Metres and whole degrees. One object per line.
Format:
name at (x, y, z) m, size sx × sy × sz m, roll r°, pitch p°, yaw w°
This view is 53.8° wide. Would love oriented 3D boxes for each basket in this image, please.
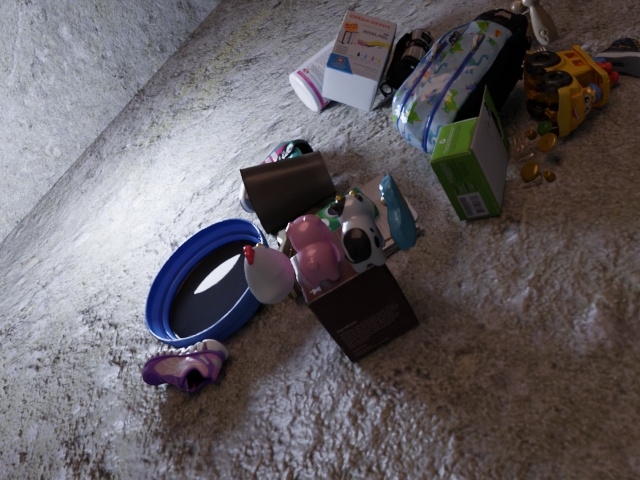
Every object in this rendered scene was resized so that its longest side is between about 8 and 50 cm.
basket at (-0.082, -0.148, 1.766) m, size 0.227 × 0.204 × 0.154 m, roll -21°, pitch 19°, yaw 2°

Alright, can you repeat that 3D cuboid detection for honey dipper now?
honey dipper at (0.551, -0.490, 1.760) m, size 0.160 × 0.030 × 0.030 m, roll -23°, pitch 37°, yaw 22°

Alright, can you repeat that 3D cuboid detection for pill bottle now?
pill bottle at (0.047, -0.590, 2.177) m, size 0.283 × 0.160 × 0.160 m, roll -40°, pitch 35°, yaw -6°

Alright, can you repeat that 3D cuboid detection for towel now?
towel at (0.130, -0.056, 1.580) m, size 0.187 × 0.049 × 0.282 m, roll -33°, pitch 35°, yaw 1°

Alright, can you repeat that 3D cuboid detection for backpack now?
backpack at (0.345, -0.369, 1.582) m, size 0.273 × 0.290 × 0.355 m, roll 19°, pitch 72°, yaw 14°

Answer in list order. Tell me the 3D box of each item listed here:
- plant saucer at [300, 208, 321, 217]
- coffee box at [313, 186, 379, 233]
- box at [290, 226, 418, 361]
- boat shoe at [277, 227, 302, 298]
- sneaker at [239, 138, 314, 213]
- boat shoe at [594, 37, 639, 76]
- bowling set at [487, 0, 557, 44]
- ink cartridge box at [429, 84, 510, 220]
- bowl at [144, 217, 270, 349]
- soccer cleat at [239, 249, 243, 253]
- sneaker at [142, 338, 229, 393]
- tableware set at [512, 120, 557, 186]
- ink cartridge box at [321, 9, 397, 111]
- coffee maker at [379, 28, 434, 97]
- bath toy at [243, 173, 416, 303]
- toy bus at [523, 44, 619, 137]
plant saucer at (-0.026, -0.053, 1.734) m, size 0.083 × 0.015 × 0.083 m, roll -23°, pitch 36°, yaw 18°
coffee box at (0.043, -0.049, 1.556) m, size 0.184 × 0.040 × 0.113 m, roll -35°, pitch 36°, yaw -7°
box at (0.070, 0.104, 1.307) m, size 0.167 × 0.203 × 0.168 m, roll -31°, pitch 36°, yaw 5°
boat shoe at (-0.055, 0.039, 1.585) m, size 0.095 × 0.095 × 0.257 m, roll -22°, pitch 36°, yaw 9°
sneaker at (-0.109, -0.203, 1.895) m, size 0.178 × 0.124 × 0.295 m, roll -8°, pitch 41°, yaw 47°
boat shoe at (0.751, -0.443, 1.506) m, size 0.083 × 0.065 × 0.183 m, roll -44°, pitch 35°, yaw -9°
bowling set at (0.525, -0.614, 1.801) m, size 0.287 × 0.154 × 0.200 m, roll -19°, pitch 28°, yaw 33°
ink cartridge box at (0.352, -0.201, 1.446) m, size 0.097 × 0.189 × 0.255 m, roll -10°, pitch 40°, yaw 33°
bowl at (-0.291, 0.115, 1.675) m, size 0.391 × 0.077 × 0.391 m, roll -23°, pitch 42°, yaw 22°
soccer cleat at (-0.223, 0.058, 1.758) m, size 0.035 × 0.029 × 0.083 m, roll 26°, pitch 70°, yaw 42°
sneaker at (-0.329, 0.314, 1.494) m, size 0.236 × 0.095 × 0.104 m, roll -18°, pitch 46°, yaw 21°
tableware set at (0.496, -0.196, 1.432) m, size 0.104 × 0.024 × 0.154 m, roll -30°, pitch 49°, yaw 38°
ink cartridge box at (0.122, -0.566, 1.987) m, size 0.171 × 0.168 × 0.233 m, roll 18°, pitch 68°, yaw 3°
coffee maker at (0.270, -0.567, 2.003) m, size 0.171 × 0.120 × 0.178 m, roll -12°, pitch 40°, yaw 32°
bath toy at (0.000, 0.000, 1.198) m, size 0.348 × 0.129 × 0.151 m, roll -24°, pitch 37°, yaw 15°
toy bus at (0.605, -0.362, 1.487) m, size 0.211 × 0.149 × 0.220 m, roll -13°, pitch 40°, yaw 4°
